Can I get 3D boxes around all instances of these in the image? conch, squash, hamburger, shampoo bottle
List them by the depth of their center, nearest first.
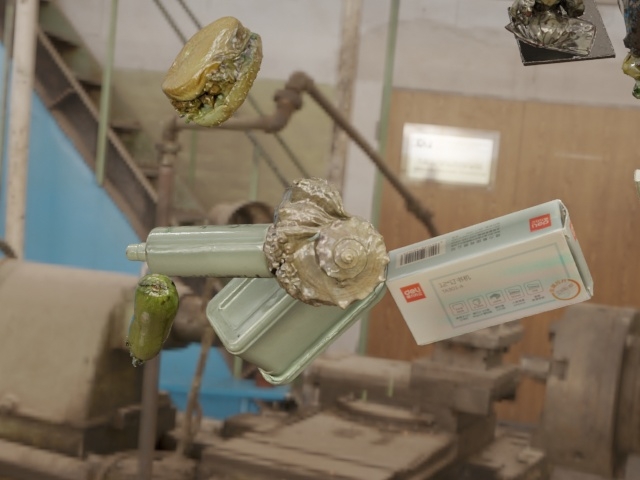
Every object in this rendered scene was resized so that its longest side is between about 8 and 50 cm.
[{"bbox_3d":[-0.190,0.090,1.172,0.052,0.052,0.183,4,-32,-16],"label":"squash"},{"bbox_3d":[0.000,0.000,1.440,0.162,0.178,0.245,-2,4,-9],"label":"conch"},{"bbox_3d":[-0.191,0.018,1.675,0.262,0.085,0.085,-1,2,20],"label":"shampoo bottle"},{"bbox_3d":[-0.186,-0.314,1.924,0.122,0.215,0.189,38,-42,-27],"label":"hamburger"}]

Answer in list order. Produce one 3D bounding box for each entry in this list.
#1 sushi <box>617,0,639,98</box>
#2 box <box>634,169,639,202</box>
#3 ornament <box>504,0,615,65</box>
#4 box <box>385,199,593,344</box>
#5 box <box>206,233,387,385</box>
[{"bbox_3d":[0.720,-0.369,1.977,0.328,0.285,0.328,-30,45,-31],"label":"sushi"},{"bbox_3d":[0.538,-0.073,1.492,0.166,0.024,0.090,-3,-33,24],"label":"box"},{"bbox_3d":[0.385,-0.408,1.689,0.166,0.196,0.153,-7,48,1],"label":"ornament"},{"bbox_3d":[0.237,0.049,1.478,0.269,0.135,0.079,-18,32,19],"label":"box"},{"bbox_3d":[-0.055,0.101,1.929,0.175,0.312,0.182,52,11,32],"label":"box"}]
